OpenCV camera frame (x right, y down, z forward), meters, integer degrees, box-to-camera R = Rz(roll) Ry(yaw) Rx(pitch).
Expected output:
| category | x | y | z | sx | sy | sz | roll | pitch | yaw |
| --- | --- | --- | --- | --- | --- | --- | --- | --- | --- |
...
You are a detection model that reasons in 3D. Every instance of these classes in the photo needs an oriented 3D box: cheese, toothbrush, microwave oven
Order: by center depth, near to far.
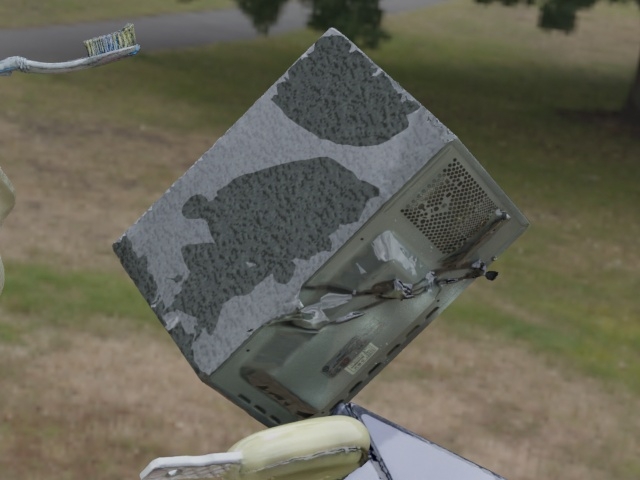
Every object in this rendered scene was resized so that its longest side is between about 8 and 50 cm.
| category | x | y | z | sx | sy | sz | roll | pitch | yaw |
| --- | --- | --- | --- | --- | --- | --- | --- | --- | --- |
| cheese | -0.070 | 0.223 | 1.331 | 0.251 | 0.127 | 0.054 | 5 | 53 | -42 |
| toothbrush | -0.415 | -0.203 | 1.630 | 0.413 | 0.042 | 0.035 | -11 | 4 | 12 |
| microwave oven | 0.000 | 0.000 | 1.768 | 0.236 | 0.432 | 0.374 | 41 | 5 | -47 |

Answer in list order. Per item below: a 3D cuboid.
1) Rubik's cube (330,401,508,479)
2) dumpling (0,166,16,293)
| category | x | y | z | sx | sy | sz | roll | pitch | yaw |
| --- | --- | --- | --- | --- | --- | --- | --- | --- | --- |
| Rubik's cube | 0.061 | 0.392 | 1.606 | 0.260 | 0.259 | 0.255 | 27 | 36 | 6 |
| dumpling | -0.562 | 0.017 | 1.768 | 0.233 | 0.315 | 0.395 | 22 | 58 | 24 |
